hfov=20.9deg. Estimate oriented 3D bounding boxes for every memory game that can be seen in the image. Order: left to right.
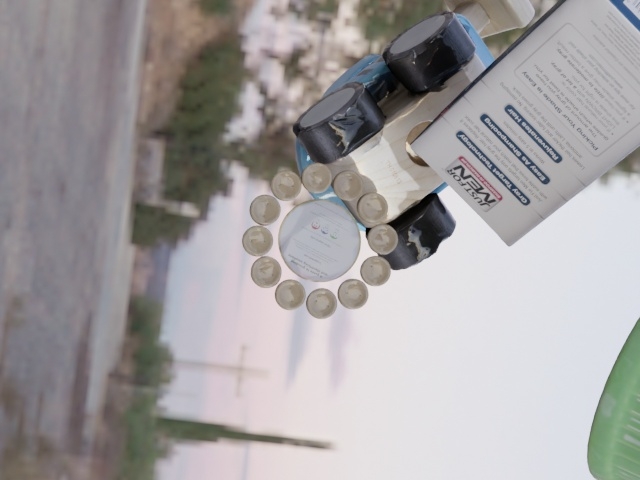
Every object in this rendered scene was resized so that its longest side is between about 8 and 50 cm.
[{"bbox_3d":[0.000,0.000,2.035,0.012,0.186,0.186,145,-48,-79],"label":"memory game"}]

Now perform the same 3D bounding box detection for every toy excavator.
[{"bbox_3d":[0.139,-0.204,2.291,0.222,0.433,0.445,54,-4,-19],"label":"toy excavator"}]

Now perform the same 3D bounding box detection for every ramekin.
[{"bbox_3d":[0.435,0.164,1.900,0.303,0.148,0.303,-40,146,-35],"label":"ramekin"}]

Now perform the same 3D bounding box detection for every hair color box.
[{"bbox_3d":[0.271,-0.155,1.927,0.105,0.174,0.347,-46,-177,-43],"label":"hair color box"}]
